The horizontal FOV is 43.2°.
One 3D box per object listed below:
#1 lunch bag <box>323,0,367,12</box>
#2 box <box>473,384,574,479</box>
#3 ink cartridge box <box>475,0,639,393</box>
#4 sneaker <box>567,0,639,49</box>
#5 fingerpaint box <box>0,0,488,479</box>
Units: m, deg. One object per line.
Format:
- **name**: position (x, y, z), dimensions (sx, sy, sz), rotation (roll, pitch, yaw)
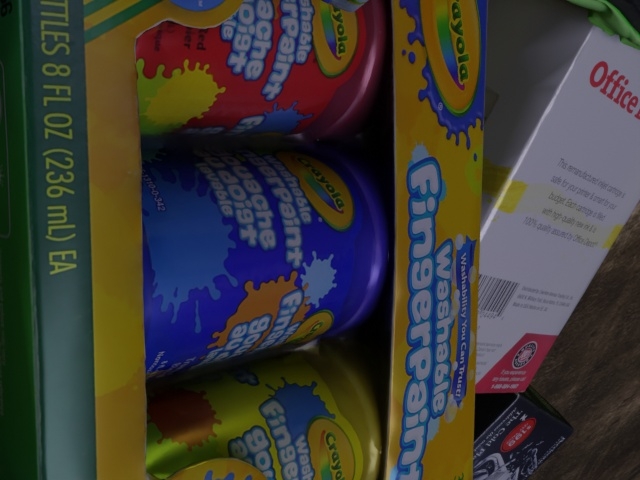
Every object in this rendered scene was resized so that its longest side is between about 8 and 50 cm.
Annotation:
- **lunch bag**: position (0.028, -0.192, 0.330), dimensions (0.090, 0.219, 0.176), rotation (20, 92, -12)
- **box**: position (0.179, 0.327, 1.250), dimensions (0.343, 0.179, 0.312), rotation (-47, 144, 7)
- **ink cartridge box**: position (0.191, -0.041, 0.848), dimensions (0.279, 0.160, 0.385), rotation (13, 109, -49)
- **sneaker**: position (0.279, -0.239, 0.565), dimensions (0.482, 0.202, 0.185), rotation (-11, 97, -44)
- **fingerpaint box**: position (-0.053, 0.002, 0.541), dimensions (0.371, 0.163, 0.445), rotation (-6, 100, -46)
